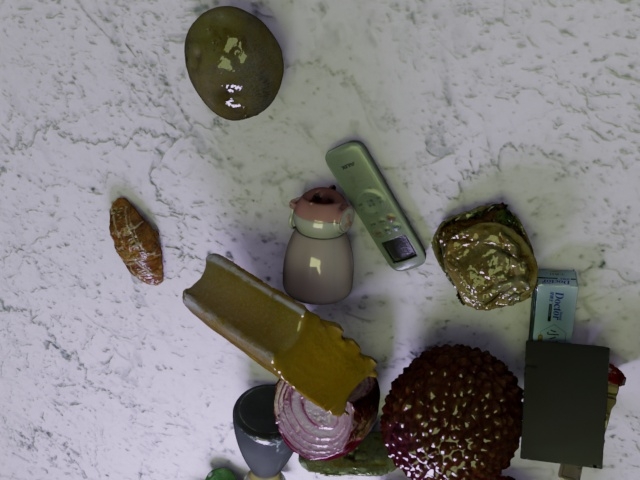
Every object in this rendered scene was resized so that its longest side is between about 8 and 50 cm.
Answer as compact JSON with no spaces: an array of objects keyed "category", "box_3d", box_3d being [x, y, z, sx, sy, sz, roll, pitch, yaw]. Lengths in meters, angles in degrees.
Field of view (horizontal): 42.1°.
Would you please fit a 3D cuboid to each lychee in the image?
[{"category":"lychee","box_3d":[0.277,0.378,1.765,0.306,0.306,0.330,8,110,13]}]

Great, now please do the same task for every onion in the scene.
[{"category":"onion","box_3d":[0.026,0.385,1.881,0.216,0.207,0.206,23,113,30]}]

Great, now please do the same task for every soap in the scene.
[{"category":"soap","box_3d":[-0.086,0.189,1.706,0.335,0.156,0.293,28,170,41]}]

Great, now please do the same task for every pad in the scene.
[{"category":"pad","box_3d":[0.487,0.326,1.665,0.164,0.004,0.242,3,87,21]}]

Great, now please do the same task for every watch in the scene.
[{"category":"watch","box_3d":[0.555,0.382,1.727,0.102,0.165,0.268,13,87,10]}]

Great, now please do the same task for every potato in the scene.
[{"category":"potato","box_3d":[-0.160,-0.325,1.544,0.178,0.160,0.235,38,143,21]}]

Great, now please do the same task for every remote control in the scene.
[{"category":"remote control","box_3d":[0.116,-0.068,1.685,0.090,0.038,0.309,-20,114,27]}]

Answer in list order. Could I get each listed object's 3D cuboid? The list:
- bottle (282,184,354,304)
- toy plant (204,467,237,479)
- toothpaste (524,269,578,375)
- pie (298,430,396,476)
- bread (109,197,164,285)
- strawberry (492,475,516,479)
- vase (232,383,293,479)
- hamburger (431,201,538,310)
[{"category":"bottle","box_3d":[0.000,0.000,1.707,0.148,0.147,0.236,9,115,11]},{"category":"toy plant","box_3d":[-0.253,0.730,2.237,0.235,0.175,0.218,37,122,26]},{"category":"toothpaste","box_3d":[0.477,0.203,1.729,0.089,0.071,0.312,3,121,11]},{"category":"pie","box_3d":[0.070,0.500,1.980,0.248,0.201,0.089,-5,95,13]},{"category":"bread","box_3d":[-0.415,0.015,1.881,0.105,0.076,0.233,-7,120,23]},{"category":"strawberry","box_3d":[0.400,0.687,1.951,0.261,0.261,0.257,1,117,16]},{"category":"vase","box_3d":[-0.136,0.522,2.067,0.174,0.173,0.321,14,130,8]},{"category":"hamburger","box_3d":[0.330,0.033,1.647,0.183,0.130,0.206,-24,93,27]}]
